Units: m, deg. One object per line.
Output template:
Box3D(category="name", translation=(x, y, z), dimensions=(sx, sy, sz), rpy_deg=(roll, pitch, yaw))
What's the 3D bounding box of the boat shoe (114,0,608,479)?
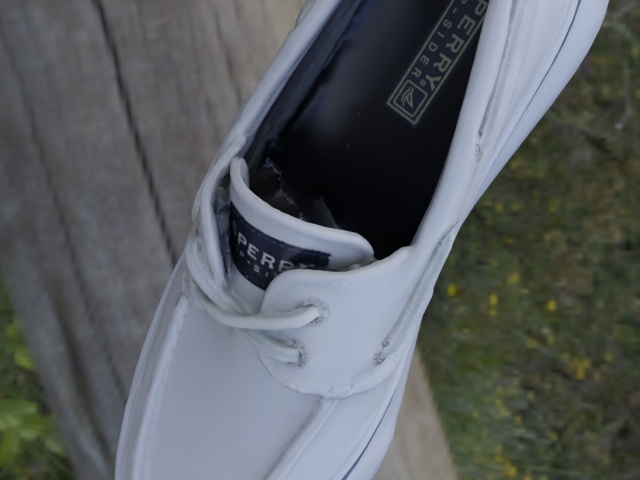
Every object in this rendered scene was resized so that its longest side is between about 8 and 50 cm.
Box3D(category="boat shoe", translation=(0.000, 0.000, 0.539), dimensions=(0.267, 0.096, 0.088), rpy_deg=(-57, 159, 14))
